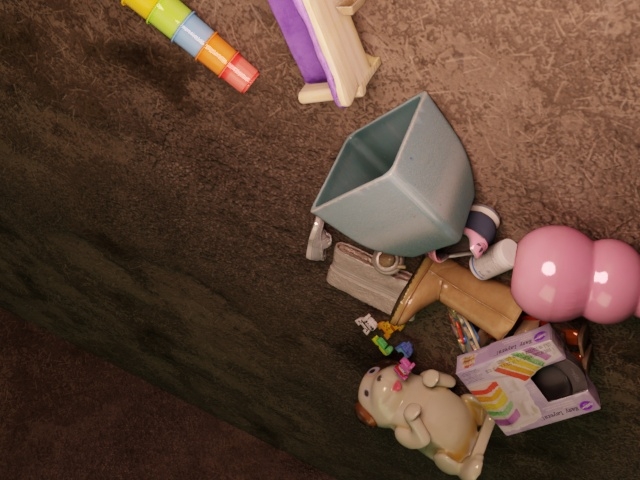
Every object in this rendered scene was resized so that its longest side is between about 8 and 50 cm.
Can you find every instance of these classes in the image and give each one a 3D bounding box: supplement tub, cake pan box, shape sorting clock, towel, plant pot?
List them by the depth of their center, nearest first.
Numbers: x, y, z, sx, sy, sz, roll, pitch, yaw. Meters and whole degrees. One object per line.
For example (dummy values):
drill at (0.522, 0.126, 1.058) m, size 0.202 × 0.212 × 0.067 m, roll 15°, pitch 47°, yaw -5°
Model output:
plant pot at (0.179, -0.103, 1.354) m, size 0.252 × 0.247 × 0.247 m, roll 41°, pitch 143°, yaw -22°
supplement tub at (0.407, 0.046, 1.505) m, size 0.071 × 0.071 × 0.107 m, roll 40°, pitch 143°, yaw -12°
cake pan box at (0.506, 0.342, 1.564) m, size 0.267 × 0.070 × 0.245 m, roll -27°, pitch 113°, yaw 30°
shape sorting clock at (0.383, 0.260, 1.703) m, size 0.040 × 0.206 × 0.206 m, roll -20°, pitch 131°, yaw 1°
towel at (0.153, 0.122, 1.799) m, size 0.282 × 0.049 × 0.187 m, roll 25°, pitch 143°, yaw 8°

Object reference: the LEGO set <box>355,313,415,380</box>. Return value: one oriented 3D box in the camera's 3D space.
LEGO set at (0.220, 0.288, 1.910) m, size 0.227 × 0.087 × 0.093 m, roll 50°, pitch 137°, yaw 5°

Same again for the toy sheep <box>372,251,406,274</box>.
toy sheep at (0.176, 0.049, 1.658) m, size 0.091 × 0.091 × 0.132 m, roll 26°, pitch 178°, yaw 7°

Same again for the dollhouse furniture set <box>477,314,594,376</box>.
dollhouse furniture set at (0.572, 0.298, 1.676) m, size 0.262 × 0.135 × 0.259 m, roll -1°, pitch 123°, yaw 36°

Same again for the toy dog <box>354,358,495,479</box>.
toy dog at (0.316, 0.526, 2.023) m, size 0.408 × 0.284 × 0.395 m, roll 27°, pitch 165°, yaw 7°

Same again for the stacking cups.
stacking cups at (-0.269, -0.448, 1.395) m, size 0.316 × 0.096 × 0.096 m, roll 35°, pitch 145°, yaw -14°

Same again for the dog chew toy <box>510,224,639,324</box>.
dog chew toy at (0.570, 0.083, 1.333) m, size 0.332 × 0.206 × 0.206 m, roll 9°, pitch 140°, yaw 16°

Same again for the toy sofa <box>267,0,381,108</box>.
toy sofa at (-0.035, -0.418, 1.175) m, size 0.150 × 0.177 × 0.362 m, roll 2°, pitch 136°, yaw 34°

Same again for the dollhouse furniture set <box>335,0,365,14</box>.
dollhouse furniture set at (0.079, -0.447, 1.113) m, size 0.091 × 0.114 × 0.081 m, roll 12°, pitch 136°, yaw 29°

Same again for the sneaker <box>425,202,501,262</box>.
sneaker at (0.250, -0.007, 1.502) m, size 0.319 × 0.131 × 0.112 m, roll -9°, pitch 129°, yaw 42°

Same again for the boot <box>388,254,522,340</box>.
boot at (0.335, 0.167, 1.582) m, size 0.270 × 0.236 × 0.089 m, roll 31°, pitch 178°, yaw 4°

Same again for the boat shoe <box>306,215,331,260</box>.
boat shoe at (0.000, 0.000, 1.753) m, size 0.063 × 0.066 × 0.184 m, roll 13°, pitch 141°, yaw 2°
